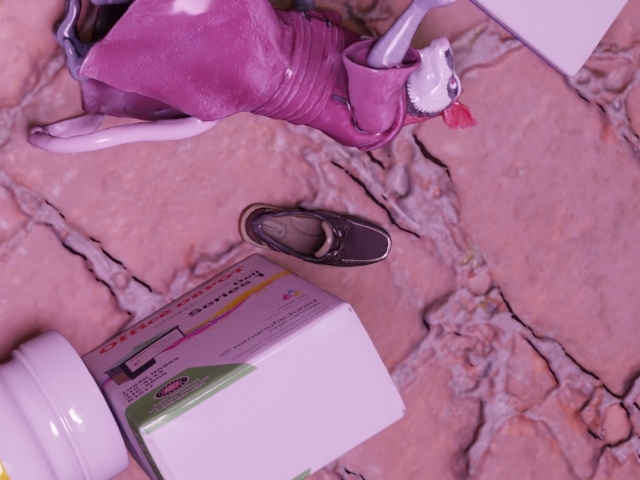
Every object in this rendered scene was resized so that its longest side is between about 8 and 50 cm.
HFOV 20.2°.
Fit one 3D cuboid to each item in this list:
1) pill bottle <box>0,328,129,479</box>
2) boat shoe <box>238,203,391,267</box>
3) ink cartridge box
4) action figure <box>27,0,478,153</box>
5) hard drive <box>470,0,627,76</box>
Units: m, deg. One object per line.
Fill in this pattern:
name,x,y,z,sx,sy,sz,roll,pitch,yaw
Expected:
pill bottle,-0.341,0.214,1.530,0.334,0.188,0.188,-28,108,-18
boat shoe,0.000,0.000,1.685,0.152,0.049,0.056,6,98,-21
ink cartridge box,-0.077,0.125,1.563,0.201,0.278,0.117,-31,106,-11
action figure,-0.031,-0.143,1.542,0.370,0.248,0.275,19,95,-19
hard drive,0.176,-0.331,1.686,0.319,0.040,0.210,36,88,-22
